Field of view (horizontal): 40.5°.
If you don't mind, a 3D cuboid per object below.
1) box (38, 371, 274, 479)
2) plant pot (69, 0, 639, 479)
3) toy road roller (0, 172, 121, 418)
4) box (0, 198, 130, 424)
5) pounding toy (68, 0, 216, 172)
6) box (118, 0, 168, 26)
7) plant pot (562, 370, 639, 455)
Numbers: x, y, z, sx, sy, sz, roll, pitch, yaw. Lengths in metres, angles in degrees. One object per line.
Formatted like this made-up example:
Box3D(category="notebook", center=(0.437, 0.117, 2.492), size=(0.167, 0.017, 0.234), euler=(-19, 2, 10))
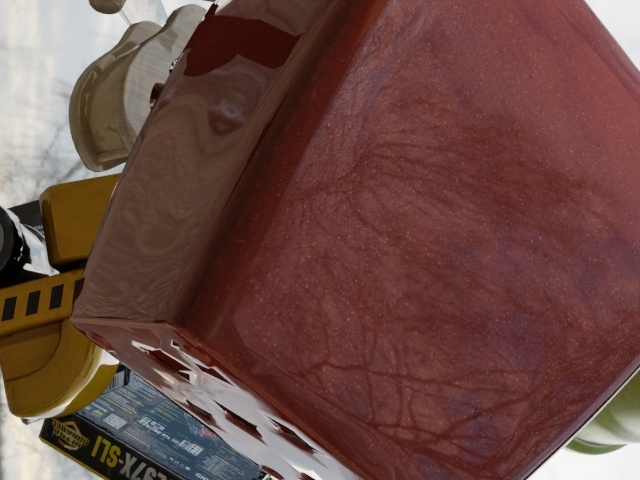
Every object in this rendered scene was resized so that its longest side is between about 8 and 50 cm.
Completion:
Box3D(category="box", center=(-0.225, 0.307, 1.343), size=(0.322, 0.257, 0.079), euler=(27, -74, 11))
Box3D(category="plant pot", center=(0.020, 0.008, 0.490), size=(0.236, 0.267, 0.267), euler=(-57, -157, -21))
Box3D(category="toy road roller", center=(-0.258, 0.064, 0.984), size=(0.202, 0.329, 0.241), euler=(104, -28, -79))
Box3D(category="box", center=(-0.394, 0.094, 1.237), size=(0.270, 0.165, 0.143), euler=(60, -28, 23))
Box3D(category="pounding toy", center=(-0.101, -0.118, 0.736), size=(0.155, 0.269, 0.154), euler=(-5, -119, 41))
Box3D(category="box", center=(-0.233, -0.302, 0.894), size=(0.159, 0.044, 0.233), euler=(51, -2, -4))
Box3D(category="plant pot", center=(0.318, 0.042, 0.666), size=(0.254, 0.276, 0.276), euler=(-5, -90, 51))
